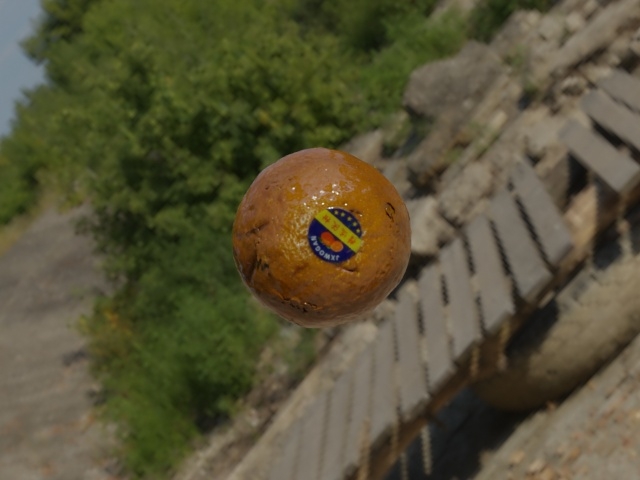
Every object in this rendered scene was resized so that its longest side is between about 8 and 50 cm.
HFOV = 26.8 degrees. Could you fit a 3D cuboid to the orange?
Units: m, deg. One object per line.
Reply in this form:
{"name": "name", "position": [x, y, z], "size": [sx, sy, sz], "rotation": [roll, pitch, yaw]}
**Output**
{"name": "orange", "position": [-0.001, -0.002, 1.011], "size": [0.135, 0.135, 0.117], "rotation": [-50, 12, -9]}
